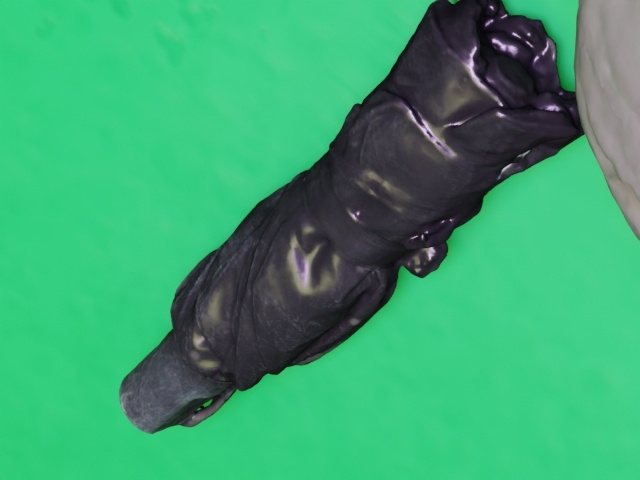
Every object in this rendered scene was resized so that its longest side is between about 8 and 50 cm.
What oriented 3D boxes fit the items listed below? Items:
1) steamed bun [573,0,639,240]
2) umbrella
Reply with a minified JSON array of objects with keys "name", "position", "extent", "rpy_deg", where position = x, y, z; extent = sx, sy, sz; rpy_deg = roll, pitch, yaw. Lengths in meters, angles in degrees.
[{"name":"steamed bun","position":[0.245,-0.038,0.411],"extent":[0.383,0.247,0.236],"rpy_deg":[-32,72,51]},{"name":"umbrella","position":[0.000,0.000,0.725],"extent":[0.235,0.059,0.066],"rpy_deg":[-42,70,37]}]
